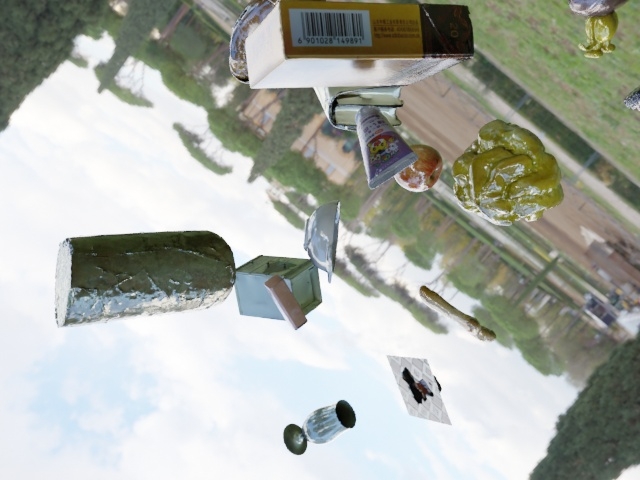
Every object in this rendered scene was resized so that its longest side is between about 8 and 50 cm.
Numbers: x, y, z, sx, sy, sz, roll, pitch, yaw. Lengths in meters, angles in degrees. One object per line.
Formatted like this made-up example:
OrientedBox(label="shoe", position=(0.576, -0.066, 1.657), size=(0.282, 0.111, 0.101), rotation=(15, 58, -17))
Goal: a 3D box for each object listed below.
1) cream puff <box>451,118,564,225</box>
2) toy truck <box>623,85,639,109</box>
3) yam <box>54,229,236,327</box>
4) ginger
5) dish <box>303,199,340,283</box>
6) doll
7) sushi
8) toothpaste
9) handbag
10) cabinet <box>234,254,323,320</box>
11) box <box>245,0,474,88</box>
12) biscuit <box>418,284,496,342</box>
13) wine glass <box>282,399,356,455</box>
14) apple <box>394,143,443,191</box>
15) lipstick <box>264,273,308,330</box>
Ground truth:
OrientedBox(label="cream puff", position=(0.491, -0.161, 1.708), size=(0.291, 0.257, 0.324), rotation=(59, 172, -33))
OrientedBox(label="toy truck", position=(0.760, -0.300, 1.365), size=(0.136, 0.111, 0.286), rotation=(51, -155, 4))
OrientedBox(label="yam", position=(-0.322, 0.063, 1.111), size=(0.305, 0.167, 0.168), rotation=(-4, -142, -40))
OrientedBox(label="ginger", position=(-0.124, -0.497, 1.422), size=(0.107, 0.309, 0.133), rotation=(-30, -95, -45))
OrientedBox(label="dish", position=(0.000, 0.000, 1.667), size=(0.086, 0.227, 0.236), rotation=(5, -179, 6))
OrientedBox(label="doll", position=(0.471, -0.409, 1.047), size=(0.145, 0.188, 0.096), rotation=(-5, -150, -30))
OrientedBox(label="sushi", position=(0.331, 0.470, 1.994), size=(0.220, 0.047, 0.231), rotation=(-11, 101, 60))
OrientedBox(label="toothpaste", position=(0.129, -0.211, 1.331), size=(0.073, 0.114, 0.299), rotation=(51, -165, -29))
OrientedBox(label="handbag", position=(0.093, -0.481, 1.871), size=(0.237, 0.160, 0.358), rotation=(-4, -139, -15))
OrientedBox(label="cabinet", position=(-0.124, 0.135, 1.791), size=(0.206, 0.150, 0.145), rotation=(3, -160, 31))
OrientedBox(label="box", position=(0.076, -0.401, 1.285), size=(0.416, 0.115, 0.264), rotation=(-8, -177, -20))
OrientedBox(label="biscuit", position=(0.375, 0.207, 1.703), size=(0.208, 0.047, 0.164), rotation=(34, 179, 43))
OrientedBox(label="wine glass", position=(-0.001, 0.486, 1.602), size=(0.093, 0.202, 0.092), rotation=(31, -142, -28))
OrientedBox(label="apple", position=(0.285, -0.218, 1.830), size=(0.131, 0.146, 0.146), rotation=(25, -177, 26))
OrientedBox(label="lipstick", position=(-0.084, 0.154, 1.519), size=(0.045, 0.045, 0.145), rotation=(33, 155, 57))
